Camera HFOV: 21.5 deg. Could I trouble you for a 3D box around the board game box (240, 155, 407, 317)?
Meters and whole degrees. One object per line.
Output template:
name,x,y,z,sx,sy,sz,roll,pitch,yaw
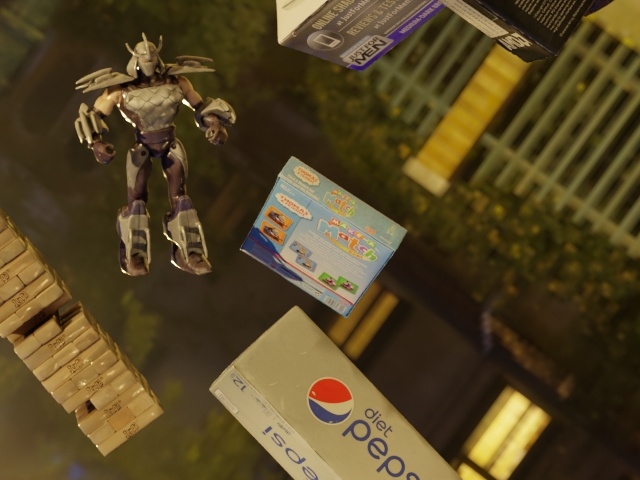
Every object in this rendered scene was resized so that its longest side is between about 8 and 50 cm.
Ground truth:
board game box,0.000,0.000,2.011,0.160,0.039,0.211,33,153,0

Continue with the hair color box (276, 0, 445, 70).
hair color box,0.043,-0.355,1.606,0.110,0.185,0.339,16,-122,-31

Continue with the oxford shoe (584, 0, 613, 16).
oxford shoe,0.237,-0.367,1.880,0.271,0.098,0.097,46,-171,3

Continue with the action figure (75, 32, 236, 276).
action figure,-0.189,-0.103,1.962,0.185,0.285,0.099,-7,-160,-10

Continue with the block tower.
block tower,-0.324,0.092,1.966,0.335,0.097,0.091,54,177,-15

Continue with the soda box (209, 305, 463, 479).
soda box,0.030,0.206,1.643,0.286,0.098,0.091,46,152,1

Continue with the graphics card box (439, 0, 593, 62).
graphics card box,0.074,-0.323,1.199,0.371,0.233,0.094,33,177,-6
